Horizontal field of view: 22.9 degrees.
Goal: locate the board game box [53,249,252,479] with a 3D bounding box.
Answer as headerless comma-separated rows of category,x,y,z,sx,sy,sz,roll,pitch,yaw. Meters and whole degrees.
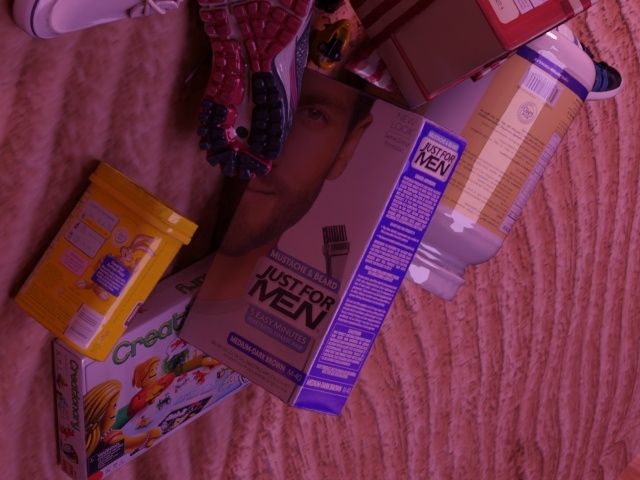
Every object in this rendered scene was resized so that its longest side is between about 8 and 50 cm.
board game box,-0.172,0.133,1.821,0.305,0.053,0.193,-31,138,-38

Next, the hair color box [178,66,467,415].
hair color box,0.000,0.000,1.736,0.110,0.185,0.338,22,94,-55

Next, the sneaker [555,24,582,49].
sneaker,0.269,-0.157,2.126,0.131,0.112,0.296,14,106,-49

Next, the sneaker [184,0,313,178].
sneaker,-0.067,-0.219,1.634,0.112,0.121,0.299,-63,166,-62

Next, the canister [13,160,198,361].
canister,-0.219,0.022,1.594,0.170,0.126,0.073,-56,149,0

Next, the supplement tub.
supplement tub,0.151,-0.119,1.880,0.331,0.241,0.241,-60,149,3

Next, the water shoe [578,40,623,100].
water shoe,0.377,-0.244,2.253,0.203,0.073,0.080,-17,125,-48

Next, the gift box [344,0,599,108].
gift box,0.140,-0.299,1.619,0.276,0.255,0.258,-26,-179,-22

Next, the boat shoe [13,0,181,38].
boat shoe,-0.156,-0.251,1.464,0.267,0.088,0.096,-31,149,-30

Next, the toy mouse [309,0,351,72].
toy mouse,-0.015,-0.241,1.744,0.143,0.031,0.161,13,106,-58
